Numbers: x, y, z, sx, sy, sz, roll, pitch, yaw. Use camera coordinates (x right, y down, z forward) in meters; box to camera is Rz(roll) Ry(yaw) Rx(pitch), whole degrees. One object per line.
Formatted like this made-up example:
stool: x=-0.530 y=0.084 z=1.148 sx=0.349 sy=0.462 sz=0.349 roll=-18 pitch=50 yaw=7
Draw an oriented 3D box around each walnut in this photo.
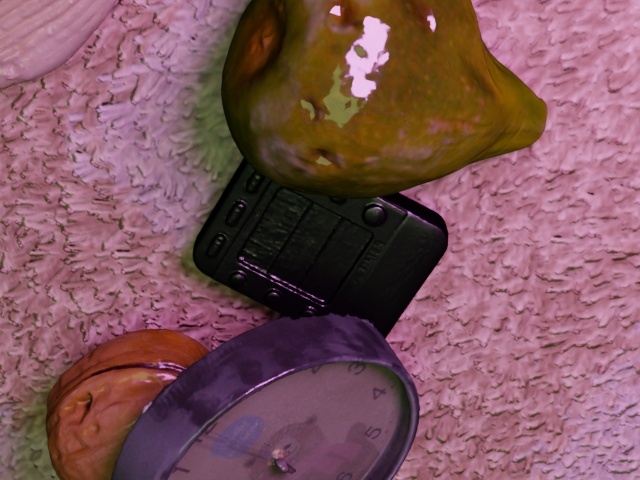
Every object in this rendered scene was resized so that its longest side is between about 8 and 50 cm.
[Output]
walnut: x=-0.162 y=0.152 z=1.206 sx=0.180 sy=0.144 sz=0.144 roll=-29 pitch=109 yaw=27

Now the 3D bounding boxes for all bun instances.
bun: x=-0.263 y=-0.229 z=1.047 sx=0.231 sy=0.133 sz=0.231 roll=-7 pitch=133 yaw=-8

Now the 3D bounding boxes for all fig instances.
fig: x=0.069 y=-0.113 z=1.065 sx=0.275 sy=0.206 sz=0.206 roll=19 pitch=117 yaw=-29

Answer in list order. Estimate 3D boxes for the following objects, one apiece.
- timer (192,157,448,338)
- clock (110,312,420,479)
timer: x=0.000 y=0.000 z=1.175 sx=0.187 sy=0.055 sz=0.144 roll=28 pitch=116 yaw=-12
clock: x=-0.041 y=0.184 z=1.170 sx=0.280 sy=0.055 sz=0.281 roll=-22 pitch=138 yaw=-21
